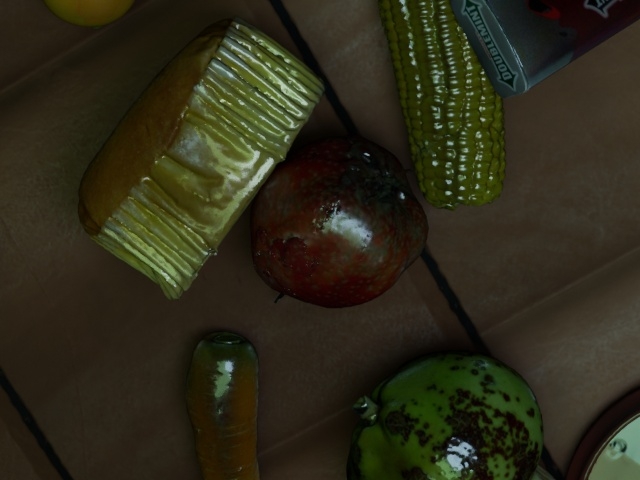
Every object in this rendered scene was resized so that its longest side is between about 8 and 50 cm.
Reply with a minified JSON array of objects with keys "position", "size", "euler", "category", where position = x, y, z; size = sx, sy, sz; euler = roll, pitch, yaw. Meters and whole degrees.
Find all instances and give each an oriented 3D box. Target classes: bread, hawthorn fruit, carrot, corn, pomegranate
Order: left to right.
[{"position":[-0.135,-0.092,1.599],"size":[0.156,0.204,0.288],"euler":[35,108,-8],"category":"bread"},{"position":[-0.109,0.200,1.728],"size":[0.087,0.087,0.193],"euler":[3,105,5],"category":"carrot"},{"position":[0.000,0.000,1.627],"size":[0.181,0.181,0.235],"euler":[39,125,-4],"category":"hawthorn fruit"},{"position":[0.124,-0.206,1.593],"size":[0.120,0.120,0.363],"euler":[-8,105,8],"category":"corn"},{"position":[0.155,0.254,1.639],"size":[0.276,0.204,0.222],"euler":[54,132,7],"category":"pomegranate"}]

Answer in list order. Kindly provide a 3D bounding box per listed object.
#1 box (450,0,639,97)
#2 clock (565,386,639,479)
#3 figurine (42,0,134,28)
[{"position":[0.248,-0.245,1.542],"size":[0.224,0.069,0.120],"euler":[-31,99,-23],"category":"box"},{"position":[0.426,0.299,1.701],"size":[0.319,0.080,0.318],"euler":[2,99,10],"category":"clock"},{"position":[-0.256,-0.327,1.599],"size":[0.325,0.124,0.222],"euler":[0,103,2],"category":"figurine"}]
